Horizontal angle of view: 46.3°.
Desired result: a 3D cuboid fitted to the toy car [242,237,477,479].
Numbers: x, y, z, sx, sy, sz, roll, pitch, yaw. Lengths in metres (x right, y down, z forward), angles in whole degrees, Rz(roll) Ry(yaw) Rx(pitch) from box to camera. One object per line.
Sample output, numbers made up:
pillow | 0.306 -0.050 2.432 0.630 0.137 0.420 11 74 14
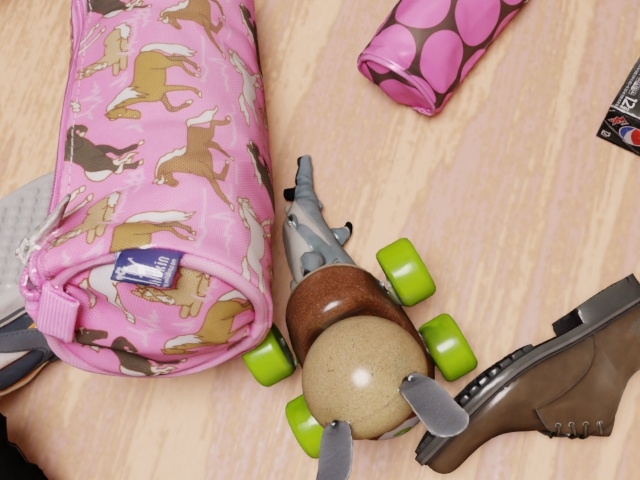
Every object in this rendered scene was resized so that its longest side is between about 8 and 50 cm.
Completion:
toy car | 0.038 0.106 0.526 0.155 0.188 0.149 -30 108 3

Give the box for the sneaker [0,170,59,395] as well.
sneaker | -0.245 0.035 0.643 0.321 0.127 0.126 -27 65 -28

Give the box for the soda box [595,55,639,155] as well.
soda box | 0.310 -0.159 0.656 0.053 0.060 0.169 30 79 15

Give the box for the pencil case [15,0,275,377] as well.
pencil case | -0.127 -0.092 0.595 0.160 0.167 0.386 -15 54 13

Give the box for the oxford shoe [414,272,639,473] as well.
oxford shoe | 0.178 0.123 0.578 0.227 0.083 0.096 -32 77 -2

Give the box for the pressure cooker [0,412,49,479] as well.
pressure cooker | -0.388 0.312 0.446 0.420 0.376 0.370 -19 39 1

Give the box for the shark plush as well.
shark plush | 0.000 0.000 0.667 0.067 0.073 0.161 -6 50 -15

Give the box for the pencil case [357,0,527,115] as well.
pencil case | 0.127 -0.209 0.683 0.209 0.098 0.095 -51 31 -7
